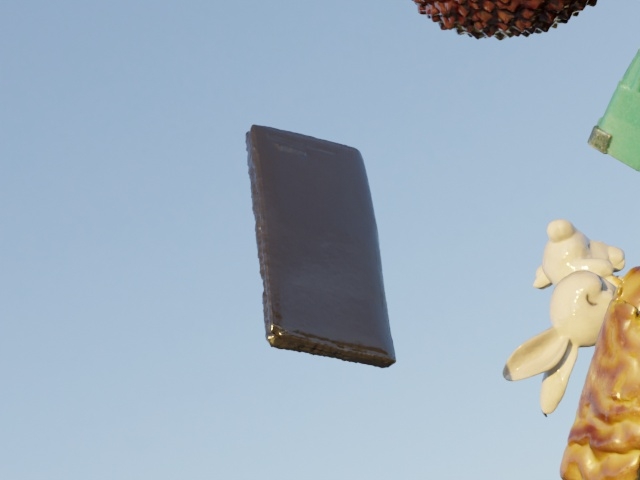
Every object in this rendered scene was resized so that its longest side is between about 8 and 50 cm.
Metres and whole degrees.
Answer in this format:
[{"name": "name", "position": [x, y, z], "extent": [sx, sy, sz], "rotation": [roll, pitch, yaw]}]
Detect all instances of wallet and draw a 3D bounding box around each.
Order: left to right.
[{"name": "wallet", "position": [0.000, 0.000, 1.413], "extent": [0.124, 0.244, 0.025], "rotation": [13, -43, -24]}]

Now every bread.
[{"name": "bread", "position": [0.297, 0.136, 1.358], "extent": [0.181, 0.096, 0.222], "rotation": [5, -74, -40]}]

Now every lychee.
[{"name": "lychee", "position": [0.130, -0.237, 1.174], "extent": [0.188, 0.188, 0.188], "rotation": [-16, -23, -7]}]

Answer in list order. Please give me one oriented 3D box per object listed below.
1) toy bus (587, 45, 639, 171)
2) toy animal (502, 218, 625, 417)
[{"name": "toy bus", "position": [0.346, -0.072, 1.202], "extent": [0.128, 0.256, 0.147], "rotation": [-14, -49, -48]}, {"name": "toy animal", "position": [0.271, 0.084, 1.657], "extent": [0.131, 0.182, 0.127], "rotation": [31, -47, -25]}]
